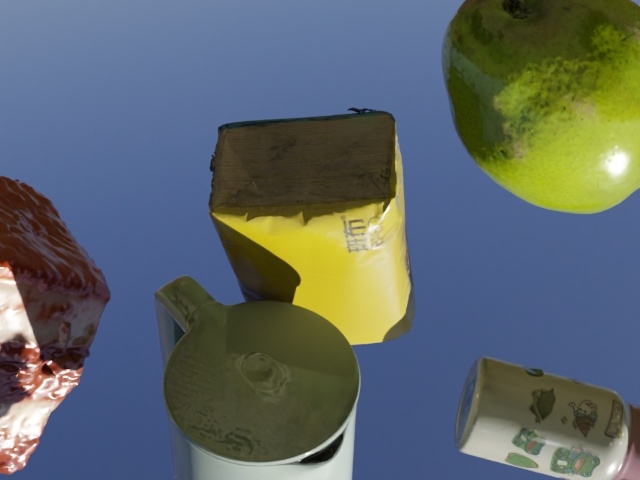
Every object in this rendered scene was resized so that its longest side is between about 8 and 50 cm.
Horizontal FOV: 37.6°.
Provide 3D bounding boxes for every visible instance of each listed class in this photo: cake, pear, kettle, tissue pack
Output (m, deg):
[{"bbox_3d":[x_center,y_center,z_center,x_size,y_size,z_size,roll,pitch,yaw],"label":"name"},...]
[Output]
[{"bbox_3d":[-0.446,0.091,1.124,0.269,0.320,0.270,43,-164,32],"label":"cake"},{"bbox_3d":[0.201,-0.130,0.797,0.187,0.220,0.187,-34,-156,18],"label":"pear"},{"bbox_3d":[-0.069,0.215,1.041,0.205,0.318,0.265,-6,-132,-6],"label":"kettle"},{"bbox_3d":[0.000,0.000,1.015,0.192,0.271,0.134,-3,-124,9],"label":"tissue pack"}]

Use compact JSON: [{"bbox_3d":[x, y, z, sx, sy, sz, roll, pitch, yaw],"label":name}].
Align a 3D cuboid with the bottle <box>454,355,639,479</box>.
[{"bbox_3d":[0.290,0.220,1.093,0.253,0.120,0.120,16,-150,2],"label":"bottle"}]
